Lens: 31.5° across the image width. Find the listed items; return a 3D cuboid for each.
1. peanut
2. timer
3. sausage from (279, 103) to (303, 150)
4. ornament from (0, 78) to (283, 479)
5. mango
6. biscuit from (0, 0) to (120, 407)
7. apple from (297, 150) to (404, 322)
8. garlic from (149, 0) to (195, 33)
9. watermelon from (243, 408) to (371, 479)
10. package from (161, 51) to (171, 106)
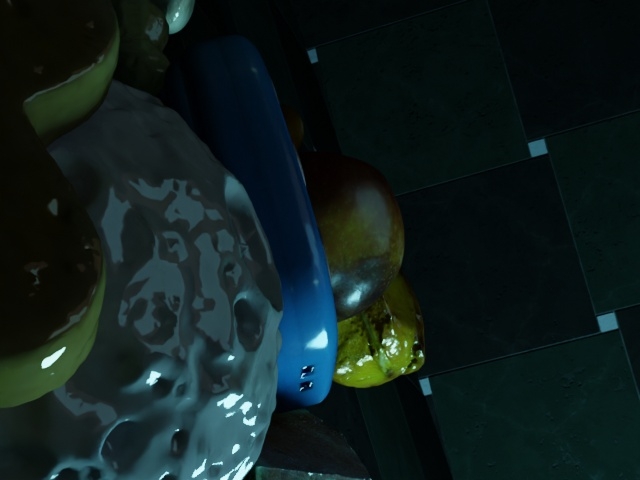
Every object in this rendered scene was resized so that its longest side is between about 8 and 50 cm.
[{"bbox_3d":[-0.195,-0.198,1.183,0.187,0.082,0.082,-103,168,-45],"label":"peanut"},{"bbox_3d":[-0.073,-0.009,1.114,0.309,0.115,0.340,94,-19,-65],"label":"timer"},{"bbox_3d":[-0.075,-0.166,1.837,0.238,0.098,0.098,-75,144,-74],"label":"sausage"},{"bbox_3d":[-0.133,0.040,0.533,0.259,0.225,0.259,-21,90,-82],"label":"ornament"},{"bbox_3d":[0.025,0.054,1.699,0.199,0.201,0.350,-57,-131,46],"label":"mango"},{"bbox_3d":[-0.214,-0.081,0.400,0.355,0.275,0.052,58,-38,23],"label":"biscuit"},{"bbox_3d":[0.000,0.000,1.503,0.230,0.230,0.230,-21,90,-81],"label":"apple"},{"bbox_3d":[-0.199,-0.338,1.470,0.174,0.099,0.124,-93,175,-66],"label":"garlic"},{"bbox_3d":[-0.052,0.226,1.083,0.146,0.128,0.231,36,3,-23],"label":"watermelon"},{"bbox_3d":[-0.176,-0.174,1.315,0.200,0.022,0.083,55,23,-4],"label":"package"}]
